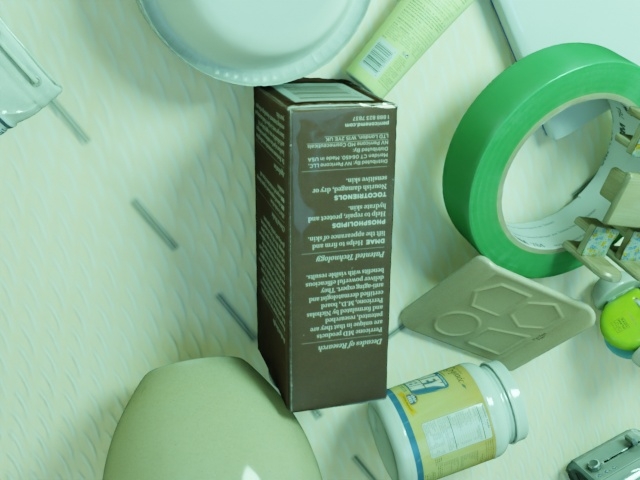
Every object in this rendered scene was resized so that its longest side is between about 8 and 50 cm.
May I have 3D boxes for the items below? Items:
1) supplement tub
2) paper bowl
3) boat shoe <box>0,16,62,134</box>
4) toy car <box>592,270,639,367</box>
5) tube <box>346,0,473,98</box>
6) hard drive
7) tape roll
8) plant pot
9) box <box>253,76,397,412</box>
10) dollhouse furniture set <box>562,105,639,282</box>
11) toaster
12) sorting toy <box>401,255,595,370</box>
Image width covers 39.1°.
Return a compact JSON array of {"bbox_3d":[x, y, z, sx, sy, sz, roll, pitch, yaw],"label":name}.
[{"bbox_3d":[0.182,0.261,1.301,0.200,0.144,0.144,-17,112,-11],"label":"supplement tub"},{"bbox_3d":[-0.073,-0.318,1.025,0.284,0.148,0.284,-6,111,-14],"label":"paper bowl"},{"bbox_3d":[-0.385,-0.293,0.946,0.156,0.136,0.367,-30,117,-5],"label":"boat shoe"},{"bbox_3d":[0.505,0.117,1.365,0.182,0.159,0.136,-25,150,-8],"label":"toy car"},{"bbox_3d":[0.132,-0.286,1.137,0.240,0.062,0.070,-50,147,8],"label":"tube"},{"bbox_3d":[0.340,-0.324,1.202,0.210,0.040,0.318,-31,114,-4],"label":"hard drive"},{"bbox_3d":[0.322,-0.102,1.212,0.321,0.077,0.321,-12,125,-18],"label":"tape roll"},{"bbox_3d":[-0.149,0.256,1.158,0.284,0.284,0.190,-7,74,-14],"label":"plant pot"},{"bbox_3d":[0.000,0.000,1.131,0.143,0.191,0.381,-3,110,-16],"label":"box"},{"bbox_3d":[0.487,-0.033,1.184,0.242,0.161,0.212,4,119,-30],"label":"dollhouse furniture set"},{"bbox_3d":[0.512,0.418,1.464,0.146,0.129,0.227,-32,113,-7],"label":"toaster"},{"bbox_3d":[0.250,0.103,1.280,0.208,0.038,0.193,26,138,-21],"label":"sorting toy"}]
